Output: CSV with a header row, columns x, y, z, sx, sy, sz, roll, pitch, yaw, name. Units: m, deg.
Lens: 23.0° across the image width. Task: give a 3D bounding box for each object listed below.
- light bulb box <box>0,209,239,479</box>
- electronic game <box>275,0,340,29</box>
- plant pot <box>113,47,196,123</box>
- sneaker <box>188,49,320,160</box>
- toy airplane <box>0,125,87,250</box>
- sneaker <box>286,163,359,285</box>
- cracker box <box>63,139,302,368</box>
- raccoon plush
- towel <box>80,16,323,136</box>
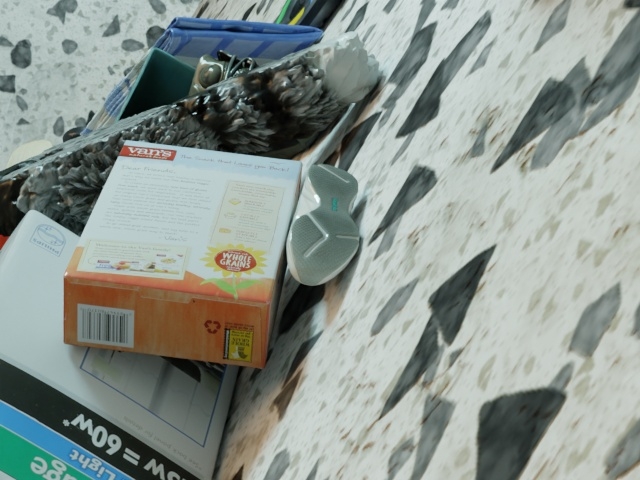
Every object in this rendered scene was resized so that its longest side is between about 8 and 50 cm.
x,y,z,sx,sy,sz,roll,pitch,yaw,name
-0.262,0.237,1.251,0.358,0.225,0.361,-51,14,28,light bulb box
0.003,-0.330,1.962,0.229,0.048,0.229,-54,13,19,electronic game
-0.187,-0.060,1.808,0.234,0.166,0.165,-52,14,42,plant pot
-0.059,-0.148,1.598,0.227,0.130,0.087,-29,34,61,sneaker
-0.419,0.028,2.222,0.384,0.272,0.386,20,61,45,toy airplane
0.000,0.000,1.228,0.152,0.054,0.061,-76,6,-60,sneaker
-0.104,0.005,1.261,0.232,0.156,0.067,-78,-5,-59,cracker box
-0.117,0.026,1.470,0.446,0.299,0.216,-20,10,17,raccoon plush
-0.147,-0.185,1.921,0.285,0.209,0.034,-40,58,51,towel
